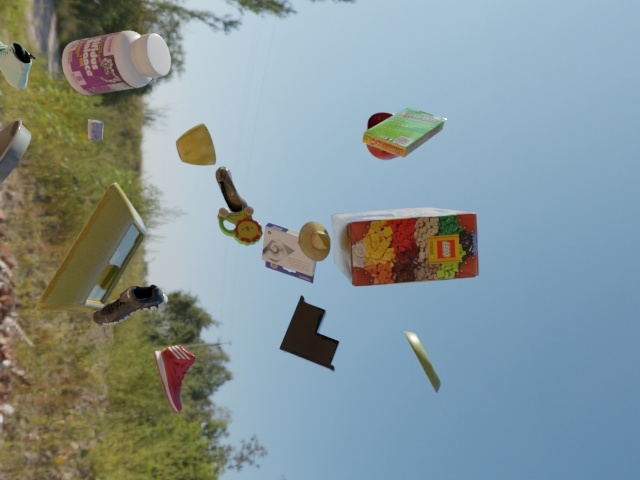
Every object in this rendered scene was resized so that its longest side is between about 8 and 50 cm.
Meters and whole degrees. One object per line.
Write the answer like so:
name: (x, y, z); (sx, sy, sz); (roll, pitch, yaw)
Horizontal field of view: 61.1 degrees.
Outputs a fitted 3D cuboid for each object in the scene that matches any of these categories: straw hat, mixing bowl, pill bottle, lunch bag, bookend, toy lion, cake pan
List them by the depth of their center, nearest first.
toy lion: (-0.189, -0.032, 1.285); (0.034, 0.100, 0.096); (126, -45, -58)
bookend: (-0.008, 0.251, 1.465); (0.072, 0.156, 0.157); (79, 32, -73)
pill bottle: (-0.629, -0.555, 1.686); (0.169, 0.302, 0.169); (-3, 90, -71)
cake pan: (-1.047, -0.266, 1.766); (0.293, 0.054, 0.293); (-24, -134, 28)
straw hat: (0.000, 0.000, 1.844); (0.061, 0.145, 0.144); (-9, -96, 52)
mixing bowl: (0.226, -0.351, 1.908); (0.098, 0.182, 0.181); (128, -45, -54)
lunch bag: (-0.829, -0.407, 1.994); (0.083, 0.053, 0.071); (26, -67, 51)

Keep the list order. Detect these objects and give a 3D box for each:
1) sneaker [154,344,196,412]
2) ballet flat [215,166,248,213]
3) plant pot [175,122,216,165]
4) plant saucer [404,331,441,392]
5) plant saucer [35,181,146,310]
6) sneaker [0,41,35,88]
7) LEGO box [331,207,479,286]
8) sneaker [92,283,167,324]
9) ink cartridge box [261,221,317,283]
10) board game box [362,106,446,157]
sneaker: (-0.467, 0.458, 1.818); (0.087, 0.128, 0.221); (-171, -116, -70)
ballet flat: (-0.342, -0.168, 2.087); (0.058, 0.084, 0.249); (-75, 153, -51)
plant pot: (-0.393, -0.287, 1.683); (0.134, 0.095, 0.134); (51, -28, 41)
plant saucer: (0.370, 0.426, 1.934); (0.241, 0.037, 0.241); (62, 3, -6)
plant saucer: (-0.544, 0.046, 1.363); (0.332, 0.081, 0.333); (-63, -173, -12)
sneaker: (-1.167, -0.713, 2.023); (0.256, 0.094, 0.151); (51, -54, 2)
LEGO box: (0.247, 0.004, 1.777); (0.500, 0.373, 0.193); (-135, -139, -82)
sneaker: (-0.613, 0.194, 1.724); (0.106, 0.234, 0.078); (92, -24, -50)
ink cartridge box: (-0.121, 0.059, 2.122); (0.045, 0.223, 0.224); (-54, 157, -53)
board game box: (0.231, -0.296, 1.448); (0.124, 0.259, 0.039); (26, -48, 25)
